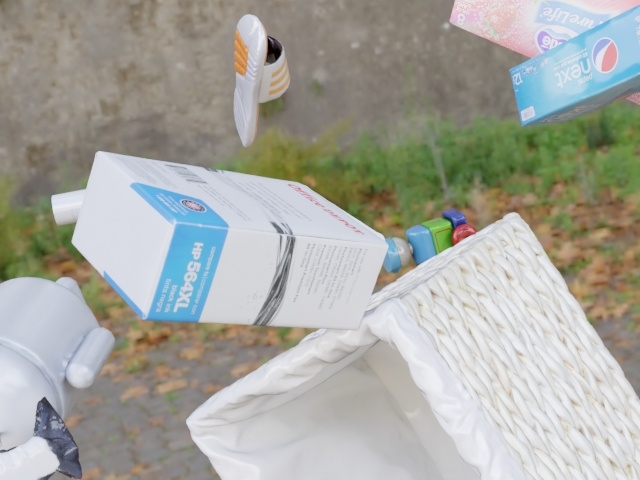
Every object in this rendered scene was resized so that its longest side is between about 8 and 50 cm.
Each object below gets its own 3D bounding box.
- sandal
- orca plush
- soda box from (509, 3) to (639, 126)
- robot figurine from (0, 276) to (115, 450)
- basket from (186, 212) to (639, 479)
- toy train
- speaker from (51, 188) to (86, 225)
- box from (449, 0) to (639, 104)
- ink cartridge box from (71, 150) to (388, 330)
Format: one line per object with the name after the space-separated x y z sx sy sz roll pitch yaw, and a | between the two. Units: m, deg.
-0.091 -0.257 1.858 0.076 0.102 0.265 -12 -33 -16 | sandal
-0.369 0.221 1.053 0.287 0.151 0.102 -33 20 -34 | orca plush
0.294 -0.180 1.208 0.071 0.067 0.210 -7 -7 -32 | soda box
-0.440 0.187 1.676 0.300 0.199 0.353 -14 23 20 | robot figurine
0.116 0.203 1.133 0.266 0.331 0.328 -32 -1 -45 | basket
0.186 0.088 1.807 0.143 0.248 0.105 -17 13 -8 | toy train
-0.391 -0.063 2.004 0.136 0.055 0.055 -11 10 -4 | speaker
0.323 -0.273 1.347 0.300 0.142 0.154 29 32 25 | box
-0.072 0.003 0.937 0.203 0.086 0.148 8 18 -37 | ink cartridge box
